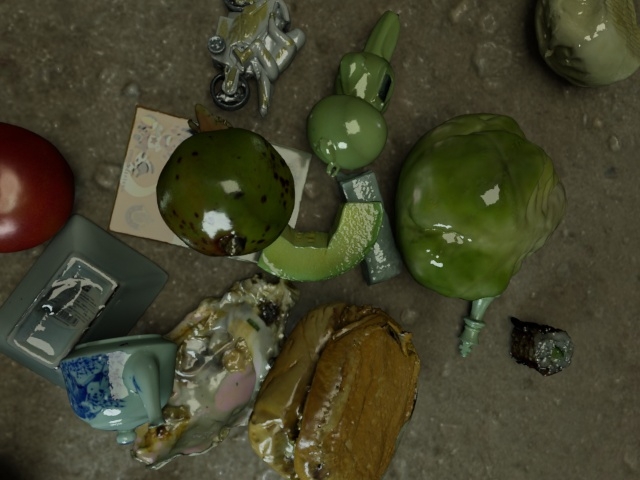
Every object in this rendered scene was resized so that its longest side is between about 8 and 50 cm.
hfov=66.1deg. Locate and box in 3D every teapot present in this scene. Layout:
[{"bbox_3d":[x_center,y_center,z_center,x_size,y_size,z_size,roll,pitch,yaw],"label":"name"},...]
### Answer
[{"bbox_3d":[-0.284,0.215,0.703,0.159,0.232,0.159,17,64,-38],"label":"teapot"}]

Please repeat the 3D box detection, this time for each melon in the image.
[{"bbox_3d":[0.000,0.000,0.793,0.209,0.064,0.118,-7,102,6],"label":"melon"}]

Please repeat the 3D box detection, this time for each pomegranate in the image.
[{"bbox_3d":[-0.150,-0.090,0.717,0.198,0.198,0.246,-32,86,-8],"label":"pomegranate"}]

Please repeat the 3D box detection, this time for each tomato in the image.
[{"bbox_3d":[-0.455,-0.074,0.694,0.195,0.136,0.195,-1,94,-12],"label":"tomato"}]

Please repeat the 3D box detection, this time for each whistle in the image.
[{"bbox_3d":[0.054,-0.240,0.816,0.141,0.141,0.294,15,71,-12],"label":"whistle"}]

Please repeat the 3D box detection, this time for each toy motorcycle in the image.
[{"bbox_3d":[-0.099,-0.312,0.789,0.151,0.074,0.229,5,83,-7],"label":"toy motorcycle"}]

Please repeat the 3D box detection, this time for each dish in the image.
[{"bbox_3d":[-0.379,0.104,0.751,0.182,0.080,0.243,36,85,-11],"label":"dish"}]

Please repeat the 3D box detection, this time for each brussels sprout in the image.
[{"bbox_3d":[0.254,-0.063,0.791,0.316,0.242,0.274,-33,107,-15],"label":"brussels sprout"}]

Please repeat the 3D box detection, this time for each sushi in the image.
[{"bbox_3d":[0.413,0.194,0.922,0.094,0.084,0.098,-5,98,-14],"label":"sushi"}]

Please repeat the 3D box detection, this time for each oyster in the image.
[{"bbox_3d":[-0.160,0.206,0.800,0.354,0.107,0.201,-39,69,-1],"label":"oyster"}]

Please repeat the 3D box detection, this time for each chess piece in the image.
[{"bbox_3d":[0.288,0.146,0.909,0.059,0.059,0.149,13,96,-12],"label":"chess piece"}]

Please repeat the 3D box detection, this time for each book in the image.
[{"bbox_3d":[-0.177,-0.082,0.813,0.295,0.020,0.208,13,90,-13],"label":"book"}]

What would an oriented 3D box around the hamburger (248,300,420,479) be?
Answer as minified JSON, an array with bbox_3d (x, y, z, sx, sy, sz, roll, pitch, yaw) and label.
[{"bbox_3d":[0.039,0.246,0.764,0.318,0.158,0.319,-21,118,-46],"label":"hamburger"}]

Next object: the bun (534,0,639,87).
[{"bbox_3d":[0.470,-0.384,0.876,0.229,0.145,0.229,12,72,-41],"label":"bun"}]

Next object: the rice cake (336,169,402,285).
[{"bbox_3d":[0.086,-0.026,0.849,0.069,0.063,0.206,-16,97,-5],"label":"rice cake"}]

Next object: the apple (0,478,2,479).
[{"bbox_3d":[-0.517,0.436,0.651,0.233,0.258,0.295,-29,102,-10],"label":"apple"}]
